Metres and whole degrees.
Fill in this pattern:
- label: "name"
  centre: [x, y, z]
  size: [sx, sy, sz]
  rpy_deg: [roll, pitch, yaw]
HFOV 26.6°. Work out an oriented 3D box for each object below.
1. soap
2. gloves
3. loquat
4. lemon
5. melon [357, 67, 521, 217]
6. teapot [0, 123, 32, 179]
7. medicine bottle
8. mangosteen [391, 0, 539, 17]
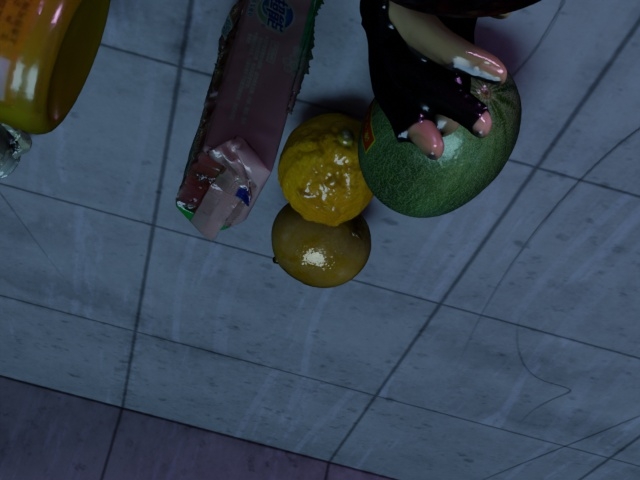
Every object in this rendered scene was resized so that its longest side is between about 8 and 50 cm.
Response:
- label: "soap"
  centre: [-0.089, -0.162, 1.586]
  size: [0.098, 0.273, 0.218]
  rpy_deg: [21, 152, -13]
- label: "gloves"
  centre: [0.117, -0.217, 1.377]
  size: [0.152, 0.301, 0.197]
  rpy_deg: [-13, 150, 7]
- label: "loquat"
  centre: [0.000, 0.000, 2.016]
  size: [0.163, 0.137, 0.163]
  rpy_deg: [-4, 159, -1]
- label: "lemon"
  centre: [0.014, -0.099, 1.812]
  size: [0.142, 0.142, 0.187]
  rpy_deg: [16, 151, -5]
- label: "melon"
  centre: [0.139, -0.125, 1.656]
  size: [0.182, 0.182, 0.288]
  rpy_deg: [19, 149, -11]
- label: "teapot"
  centre: [-0.511, -0.173, 1.992]
  size: [0.107, 0.077, 0.200]
  rpy_deg: [-19, 144, 16]
- label: "medicine bottle"
  centre: [-0.455, -0.286, 1.561]
  size: [0.384, 0.224, 0.224]
  rpy_deg: [20, 154, 1]
- label: "mangosteen"
  centre: [0.113, -0.347, 1.134]
  size: [0.330, 0.330, 0.330]
  rpy_deg: [11, 153, 5]
